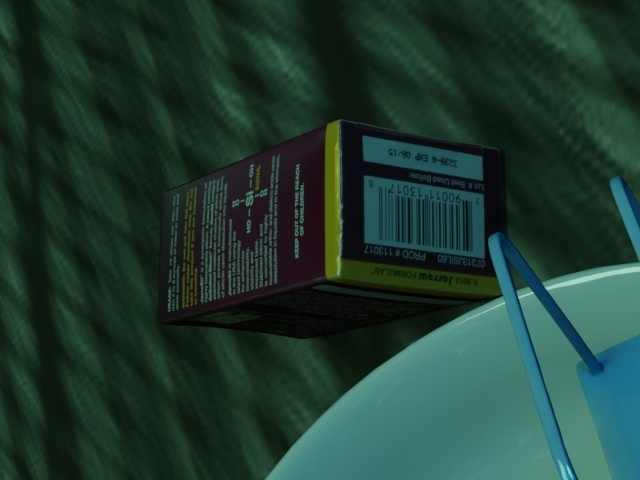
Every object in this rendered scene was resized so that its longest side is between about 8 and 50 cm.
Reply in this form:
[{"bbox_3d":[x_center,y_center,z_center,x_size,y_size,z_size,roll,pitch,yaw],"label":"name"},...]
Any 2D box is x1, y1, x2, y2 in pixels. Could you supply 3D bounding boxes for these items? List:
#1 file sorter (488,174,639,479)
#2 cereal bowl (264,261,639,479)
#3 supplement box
[{"bbox_3d":[0.150,0.025,0.438,0.170,0.104,0.118,-26,44,15],"label":"file sorter"},{"bbox_3d":[0.112,0.182,0.515,0.339,0.141,0.339,-20,46,22],"label":"cereal bowl"},{"bbox_3d":[0.000,0.000,0.821,0.188,0.104,0.081,-17,69,55],"label":"supplement box"}]
